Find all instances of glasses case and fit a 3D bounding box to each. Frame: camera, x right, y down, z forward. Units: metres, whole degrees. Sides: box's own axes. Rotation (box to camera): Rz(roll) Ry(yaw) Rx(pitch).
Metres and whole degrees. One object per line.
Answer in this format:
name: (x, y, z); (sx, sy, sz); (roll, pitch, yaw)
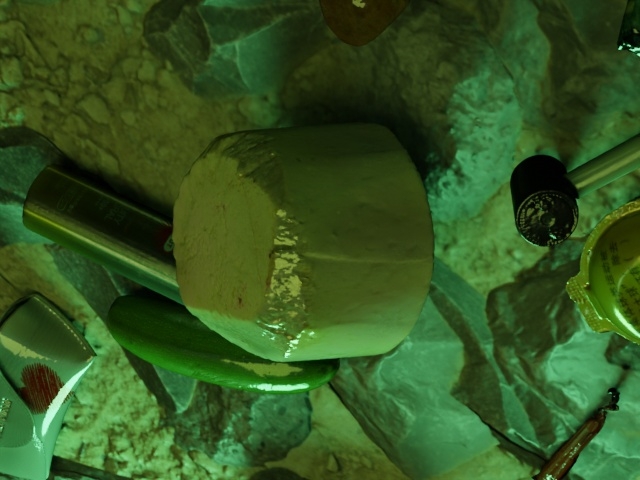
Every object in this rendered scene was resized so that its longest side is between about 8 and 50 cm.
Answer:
glasses case: (-0.382, 0.211, 1.749); (0.128, 0.083, 0.308); (31, 130, 5)

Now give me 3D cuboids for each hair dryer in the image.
hair dryer: (0.264, -0.070, 1.249); (0.197, 0.100, 0.057); (-27, 111, 17)

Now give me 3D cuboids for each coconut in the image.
coconut: (0.000, 0.000, 1.327); (0.239, 0.244, 0.239); (2, 93, 52)

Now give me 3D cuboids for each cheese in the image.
cheese: (0.356, 0.023, 1.262); (0.270, 0.069, 0.177); (-23, 110, 33)

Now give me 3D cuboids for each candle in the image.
candle: (0.277, 0.212, 1.460); (0.026, 0.021, 0.167); (46, 134, 19)

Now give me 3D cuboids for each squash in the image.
squash: (-0.118, 0.122, 1.559); (0.292, 0.082, 0.082); (11, 126, 20)

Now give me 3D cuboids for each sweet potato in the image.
sweet potato: (0.018, -0.297, 1.209); (0.097, 0.097, 0.252); (-3, 115, 28)

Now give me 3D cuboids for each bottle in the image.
bottle: (-0.188, 0.009, 1.516); (0.286, 0.082, 0.082); (25, 129, 9)

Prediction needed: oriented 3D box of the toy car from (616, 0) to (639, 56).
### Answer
toy car: (0.310, -0.253, 0.962); (0.141, 0.321, 0.097); (20, 168, -3)
